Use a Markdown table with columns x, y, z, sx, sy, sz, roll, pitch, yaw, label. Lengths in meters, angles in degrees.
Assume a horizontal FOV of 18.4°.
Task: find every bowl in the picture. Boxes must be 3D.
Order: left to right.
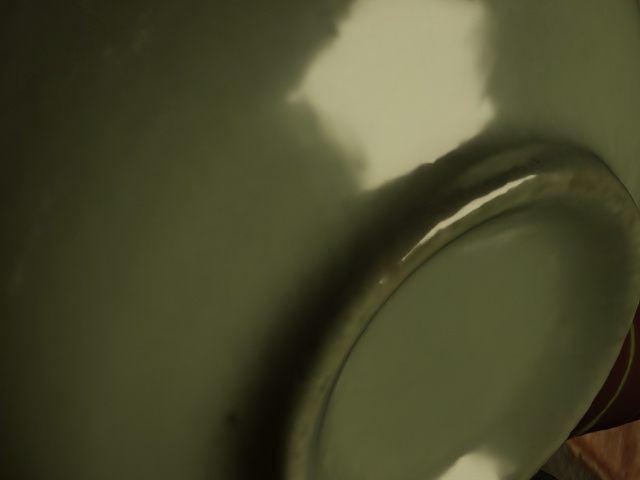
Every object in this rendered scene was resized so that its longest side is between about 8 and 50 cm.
| x | y | z | sx | sy | sz | roll | pitch | yaw | label |
| --- | --- | --- | --- | --- | --- | --- | --- | --- | --- |
| 0.000 | 0.000 | 0.574 | 0.289 | 0.146 | 0.289 | -29 | 140 | -27 | bowl |

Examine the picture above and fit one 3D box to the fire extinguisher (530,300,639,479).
| x | y | z | sx | sy | sz | roll | pitch | yaw | label |
| --- | --- | --- | --- | --- | --- | --- | --- | --- | --- |
| 0.071 | 0.061 | 0.866 | 0.341 | 0.105 | 0.141 | -2 | 91 | -63 | fire extinguisher |
